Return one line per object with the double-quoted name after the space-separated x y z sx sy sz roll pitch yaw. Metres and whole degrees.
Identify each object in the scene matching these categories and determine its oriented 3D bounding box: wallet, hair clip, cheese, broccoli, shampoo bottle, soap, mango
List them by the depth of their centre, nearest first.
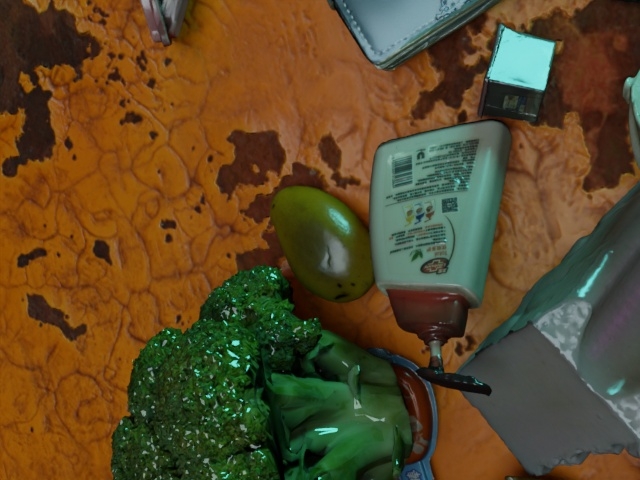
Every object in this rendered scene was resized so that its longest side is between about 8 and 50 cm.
0.122 0.018 0.812 0.153 0.071 0.284 -8 62 22 "shampoo bottle"
0.302 0.081 0.837 0.159 0.258 0.302 44 66 11 "soap"
-0.061 0.234 0.844 0.310 0.413 0.321 17 120 -25 "broccoli"
0.068 -0.324 0.855 0.176 0.075 0.250 -31 85 18 "wallet"
0.000 0.000 0.926 0.161 0.076 0.103 48 117 18 "mango"
0.100 0.246 0.938 0.106 0.037 0.256 -17 90 24 "cheese"
-0.201 -0.308 0.944 0.102 0.123 0.138 18 100 -3 "hair clip"

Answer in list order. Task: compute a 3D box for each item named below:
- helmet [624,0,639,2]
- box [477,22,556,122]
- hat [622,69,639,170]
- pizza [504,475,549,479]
0.312 -0.271 0.781 0.084 0.049 0.065 21 142 42 "helmet"
0.200 -0.168 0.817 0.063 0.060 0.085 13 60 12 "box"
0.409 -0.049 0.716 0.168 0.258 0.301 -21 110 49 "hat"
0.242 0.361 0.888 0.147 0.069 0.226 -2 103 -3 "pizza"
